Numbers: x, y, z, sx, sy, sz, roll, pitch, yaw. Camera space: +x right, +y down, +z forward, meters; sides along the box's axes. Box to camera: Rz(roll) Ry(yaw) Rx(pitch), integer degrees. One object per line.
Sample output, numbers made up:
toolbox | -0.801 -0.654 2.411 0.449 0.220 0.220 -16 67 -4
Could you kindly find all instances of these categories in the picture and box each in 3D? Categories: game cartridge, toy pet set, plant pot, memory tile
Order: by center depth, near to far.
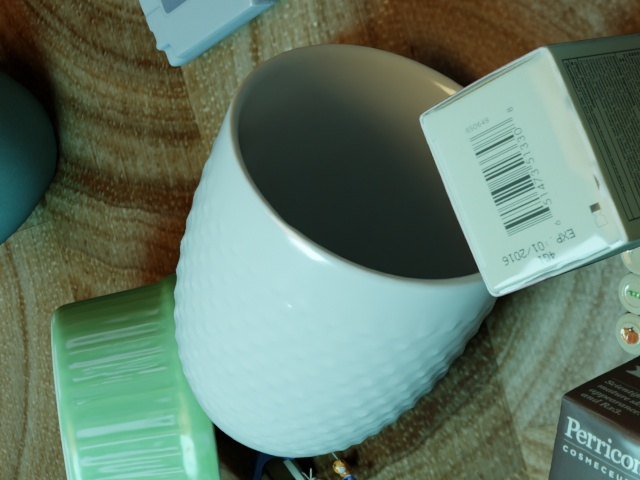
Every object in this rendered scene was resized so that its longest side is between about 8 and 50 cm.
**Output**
memory tile | 0.306 0.058 1.206 0.148 0.012 0.113 21 116 42
game cartridge | -0.142 -0.351 1.526 0.196 0.060 0.294 -25 84 51
toy pet set | -0.036 0.245 1.556 0.065 0.122 0.114 55 -178 -14
plant pot | -0.440 -0.106 1.805 0.290 0.195 0.290 16 113 43

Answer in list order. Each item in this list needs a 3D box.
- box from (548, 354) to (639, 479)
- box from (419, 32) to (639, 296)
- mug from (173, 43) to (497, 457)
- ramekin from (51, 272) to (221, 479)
box | 0.282 0.306 1.207 0.191 0.143 0.381 25 120 40
box | 0.208 -0.064 1.102 0.127 0.232 0.148 -27 81 41
mug | 0.000 0.000 1.356 0.328 0.276 0.374 115 154 -44
ramekin | -0.193 0.192 1.562 0.303 0.148 0.303 172 90 -83
